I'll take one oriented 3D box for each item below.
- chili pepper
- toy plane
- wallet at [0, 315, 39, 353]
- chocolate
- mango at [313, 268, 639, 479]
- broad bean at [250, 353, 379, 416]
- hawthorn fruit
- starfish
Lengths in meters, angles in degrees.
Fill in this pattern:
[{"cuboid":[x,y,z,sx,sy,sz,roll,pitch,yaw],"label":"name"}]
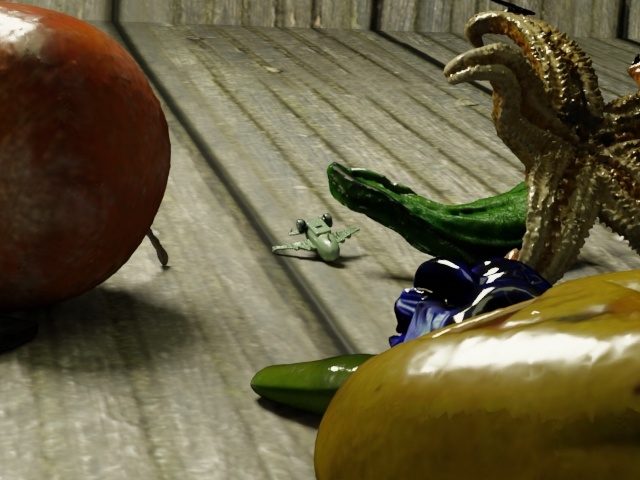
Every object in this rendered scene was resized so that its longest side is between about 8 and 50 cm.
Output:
[{"cuboid":[0.136,-0.022,1.594,0.279,0.122,0.065,0,-30,-36],"label":"chili pepper"},{"cuboid":[0.000,-0.003,1.593,0.080,0.033,0.083,-12,17,-14],"label":"toy plane"},{"cuboid":[-0.283,0.057,1.292,0.157,0.018,0.082,8,13,19],"label":"wallet"},{"cuboid":[0.161,0.068,1.185,0.148,0.126,0.343,-42,21,-16],"label":"chocolate"},{"cuboid":[0.168,0.111,0.858,0.365,0.182,0.253,-3,11,27],"label":"mango"},{"cuboid":[0.069,0.088,1.108,0.297,0.043,0.060,-6,-8,43],"label":"broad bean"},{"cuboid":[-0.225,-0.072,1.376,0.231,0.235,0.263,33,34,6],"label":"hawthorn fruit"},{"cuboid":[0.208,-0.095,1.580,0.312,0.303,0.113,10,-36,-41],"label":"starfish"}]
